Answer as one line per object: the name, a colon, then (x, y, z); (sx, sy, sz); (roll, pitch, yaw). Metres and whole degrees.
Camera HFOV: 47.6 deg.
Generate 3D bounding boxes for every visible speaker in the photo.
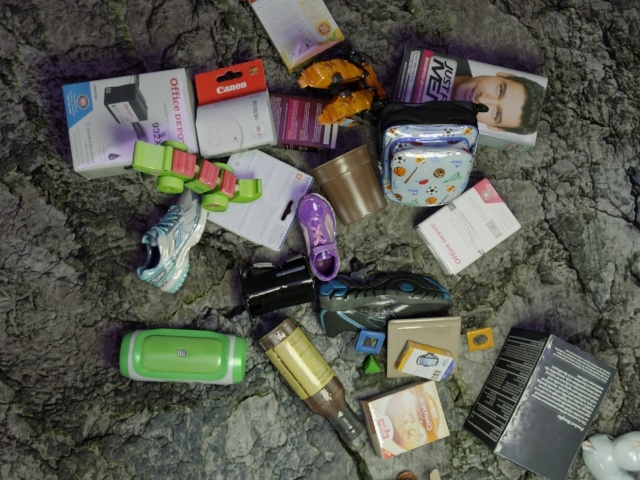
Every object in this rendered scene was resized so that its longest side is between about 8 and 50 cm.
speaker: (-0.336, 0.288, 1.792); (0.296, 0.131, 0.131); (3, 85, -2)

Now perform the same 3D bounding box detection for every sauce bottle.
sauce bottle: (-0.018, 0.351, 1.803); (0.111, 0.111, 0.344); (-36, 95, -4)

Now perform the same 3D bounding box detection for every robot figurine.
robot figurine: (0.067, -0.376, 1.807); (0.085, 0.291, 0.211); (-26, 90, 32)

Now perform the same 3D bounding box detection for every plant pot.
plant pot: (0.080, -0.136, 1.831); (0.167, 0.167, 0.165); (-26, 95, -4)

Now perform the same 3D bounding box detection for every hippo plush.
hippo plush: (0.753, 0.593, 1.794); (0.294, 0.234, 0.237); (-26, 63, 37)

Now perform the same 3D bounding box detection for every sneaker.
sneaker: (0.158, 0.168, 1.840); (0.340, 0.125, 0.140); (-1, 115, -7)
sneaker: (-0.369, -0.015, 1.799); (0.122, 0.110, 0.283); (21, 82, -38)
sneaker: (0.000, 0.000, 1.797); (0.095, 0.104, 0.236); (-12, 110, 3)

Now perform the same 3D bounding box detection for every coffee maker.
coffee maker: (-0.101, 0.129, 1.807); (0.178, 0.120, 0.171); (-14, 73, -4)

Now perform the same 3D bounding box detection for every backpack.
backpack: (0.260, -0.200, 1.775); (0.276, 0.263, 0.213); (3, 55, 4)

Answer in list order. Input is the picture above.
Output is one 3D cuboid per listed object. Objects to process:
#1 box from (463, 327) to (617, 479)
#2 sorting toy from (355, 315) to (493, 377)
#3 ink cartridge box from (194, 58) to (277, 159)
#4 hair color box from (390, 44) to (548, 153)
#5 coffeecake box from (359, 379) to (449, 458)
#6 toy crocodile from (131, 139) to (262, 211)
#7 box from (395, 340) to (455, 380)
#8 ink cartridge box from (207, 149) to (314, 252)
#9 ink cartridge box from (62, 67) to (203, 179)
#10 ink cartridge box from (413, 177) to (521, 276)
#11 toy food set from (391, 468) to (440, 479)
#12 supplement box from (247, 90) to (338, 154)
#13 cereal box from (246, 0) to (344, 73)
box: (0.511, 0.383, 1.729); (0.182, 0.296, 0.294); (29, 86, 0)
sorting toy: (0.258, 0.261, 1.820); (0.347, 0.047, 0.196); (-3, 122, -2)
ink cartridge box: (-0.221, -0.334, 1.818); (0.189, 0.066, 0.232); (-12, 85, 8)
hair color box: (0.375, -0.361, 1.874); (0.374, 0.113, 0.185); (13, 85, -2)
coffeecake box: (0.208, 0.442, 1.804); (0.185, 0.068, 0.142); (-15, 86, -19)
toy crocodile: (-0.292, -0.157, 1.733); (0.340, 0.105, 0.115); (22, 66, -37)
box: (0.264, 0.302, 1.802); (0.136, 0.028, 0.081); (16, 120, -16)
ink cartridge box: (-0.160, -0.111, 1.870); (0.224, 0.045, 0.223); (26, 85, -1)
ink cartridge box: (-0.468, -0.293, 1.832); (0.307, 0.129, 0.223); (-9, 86, -3)
ink cartridge box: (0.372, -0.031, 1.858); (0.218, 0.092, 0.159); (-35, 88, -6)
toy food set: (0.202, 0.642, 1.816); (0.217, 0.071, 0.128); (-24, 110, -2)
supplement box: (-0.074, -0.303, 1.874); (0.239, 0.073, 0.130); (7, 84, -2)
cereal box: (-0.068, -0.586, 1.910); (0.173, 0.047, 0.240); (-29, 86, -4)
